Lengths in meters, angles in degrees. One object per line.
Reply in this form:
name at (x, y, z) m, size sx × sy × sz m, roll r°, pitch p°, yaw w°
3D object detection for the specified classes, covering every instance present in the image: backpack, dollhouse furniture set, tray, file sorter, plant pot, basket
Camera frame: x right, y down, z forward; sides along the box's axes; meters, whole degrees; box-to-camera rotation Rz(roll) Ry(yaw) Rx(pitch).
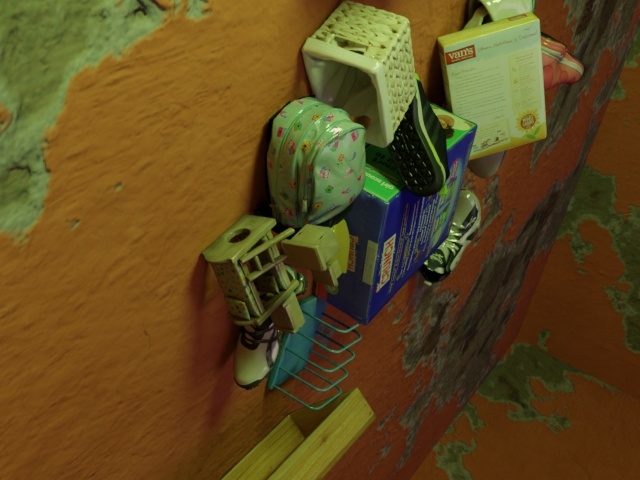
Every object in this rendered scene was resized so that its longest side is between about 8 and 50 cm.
backpack at (-0.006, -0.101, 1.076) m, size 0.152 × 0.115 × 0.182 m, roll -41°, pitch 147°, yaw -37°
dollhouse furniture set at (-0.045, 0.076, 1.054) m, size 0.101 × 0.160 × 0.182 m, roll -45°, pitch 129°, yaw -36°
tray at (-0.091, 0.411, 1.367) m, size 0.202 × 0.076 × 0.411 m, roll -30°, pitch -175°, yaw 43°
file sorter at (-0.001, 0.193, 1.423) m, size 0.118 × 0.104 × 0.170 m, roll -19°, pitch 132°, yaw -58°
plant pot at (0.000, 0.000, 1.252) m, size 0.081 × 0.081 × 0.083 m, roll 9°, pitch 94°, yaw -67°
basket at (0.058, -0.223, 1.085) m, size 0.103 × 0.113 × 0.167 m, roll -58°, pitch 157°, yaw -22°

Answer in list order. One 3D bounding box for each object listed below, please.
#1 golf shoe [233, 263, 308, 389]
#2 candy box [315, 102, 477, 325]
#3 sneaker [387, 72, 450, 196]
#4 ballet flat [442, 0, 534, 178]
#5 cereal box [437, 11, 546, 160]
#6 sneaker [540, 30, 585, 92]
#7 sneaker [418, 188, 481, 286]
golf shoe at (-0.096, 0.123, 1.199) m, size 0.094 × 0.077 × 0.198 m, roll 23°, pitch 87°, yaw -57°
candy box at (0.131, -0.053, 1.414) m, size 0.317 × 0.122 × 0.268 m, roll -42°, pitch 150°, yaw -43°
sneaker at (0.140, -0.177, 1.247) m, size 0.097 × 0.084 × 0.235 m, roll -27°, pitch 102°, yaw -55°
ballet flat at (0.294, -0.293, 1.527) m, size 0.139 × 0.139 × 0.400 m, roll -38°, pitch 143°, yaw -45°
cereal box at (0.310, -0.270, 1.449) m, size 0.172 × 0.047 × 0.240 m, roll -15°, pitch 126°, yaw 0°
sneaker at (0.529, -0.406, 1.936) m, size 0.313 × 0.116 × 0.136 m, roll 5°, pitch 121°, yaw -59°
sneaker at (0.285, 0.006, 1.845) m, size 0.153 × 0.094 × 0.235 m, roll -45°, pitch 163°, yaw -54°
